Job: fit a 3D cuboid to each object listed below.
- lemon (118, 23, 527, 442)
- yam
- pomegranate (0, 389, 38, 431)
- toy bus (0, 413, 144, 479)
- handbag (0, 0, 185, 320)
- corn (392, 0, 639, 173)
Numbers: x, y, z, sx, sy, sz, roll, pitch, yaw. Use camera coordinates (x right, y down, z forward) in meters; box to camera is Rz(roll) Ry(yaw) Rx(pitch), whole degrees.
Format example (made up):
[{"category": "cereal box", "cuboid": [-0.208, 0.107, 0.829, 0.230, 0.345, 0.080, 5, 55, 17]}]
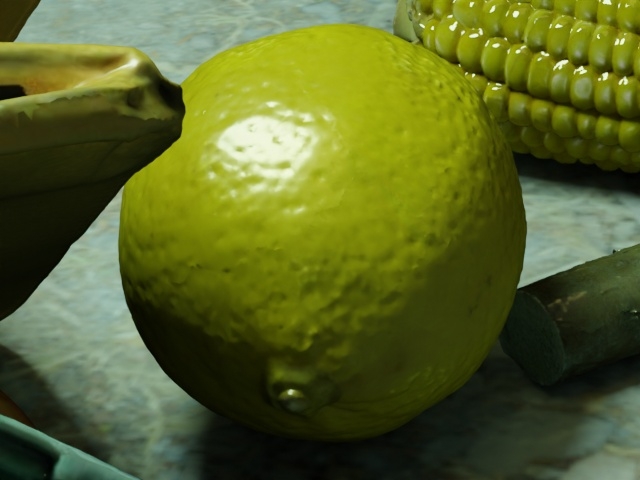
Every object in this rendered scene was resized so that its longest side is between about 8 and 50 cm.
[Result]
[{"category": "lemon", "cuboid": [0.000, 0.000, 0.819, 0.178, 0.178, 0.203, 1, 42, 8]}, {"category": "yam", "cuboid": [0.149, 0.027, 0.879, 0.132, 0.054, 0.054, -17, 32, -21]}, {"category": "pomegranate", "cuboid": [-0.174, 0.118, 0.603, 0.209, 0.209, 0.209, -3, 29, 1]}, {"category": "toy bus", "cuboid": [-0.101, 0.176, 0.432, 0.128, 0.256, 0.147, 27, -18, -13]}, {"category": "handbag", "cuboid": [-0.235, -0.010, 0.710, 0.283, 0.133, 0.401, -23, -4, -25]}, {"category": "corn", "cuboid": [0.220, -0.094, 1.007, 0.387, 0.144, 0.144, 13, 33, 21]}]
